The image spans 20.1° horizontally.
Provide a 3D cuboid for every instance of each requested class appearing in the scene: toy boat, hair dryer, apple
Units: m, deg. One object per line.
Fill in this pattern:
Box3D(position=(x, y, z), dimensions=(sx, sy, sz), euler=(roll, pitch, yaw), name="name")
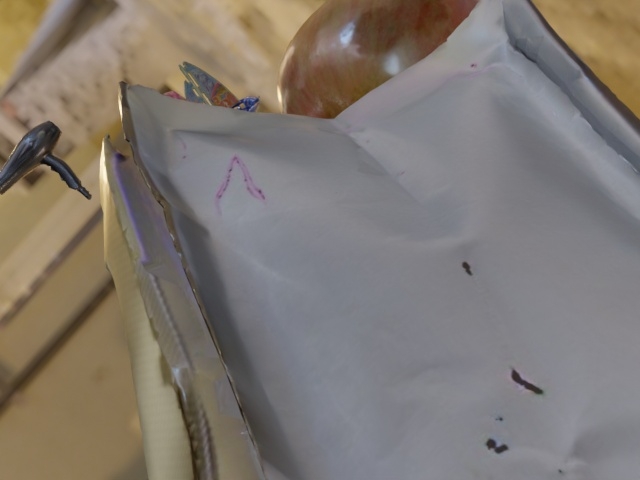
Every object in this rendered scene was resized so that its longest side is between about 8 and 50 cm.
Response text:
Box3D(position=(-0.100, -0.124, 1.718), dimensions=(0.110, 0.091, 0.175), euler=(59, -171, -10), name="toy boat")
Box3D(position=(-0.241, -0.055, 1.591), dimensions=(0.083, 0.079, 0.031), euler=(42, -179, 13), name="hair dryer")
Box3D(position=(0.068, -0.116, 1.448), dimensions=(0.209, 0.209, 0.164), euler=(42, -142, -10), name="apple")

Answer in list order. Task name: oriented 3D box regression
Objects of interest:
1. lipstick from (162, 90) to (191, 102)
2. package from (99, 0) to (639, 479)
Box3D(position=(0.000, 0.000, 0.771), dimensions=(0.053, 0.053, 0.234), euler=(38, -176, 41), name="lipstick")
Box3D(position=(0.020, 0.086, 0.496), dimensions=(0.165, 0.221, 0.311), euler=(-1, -144, -20), name="package")
